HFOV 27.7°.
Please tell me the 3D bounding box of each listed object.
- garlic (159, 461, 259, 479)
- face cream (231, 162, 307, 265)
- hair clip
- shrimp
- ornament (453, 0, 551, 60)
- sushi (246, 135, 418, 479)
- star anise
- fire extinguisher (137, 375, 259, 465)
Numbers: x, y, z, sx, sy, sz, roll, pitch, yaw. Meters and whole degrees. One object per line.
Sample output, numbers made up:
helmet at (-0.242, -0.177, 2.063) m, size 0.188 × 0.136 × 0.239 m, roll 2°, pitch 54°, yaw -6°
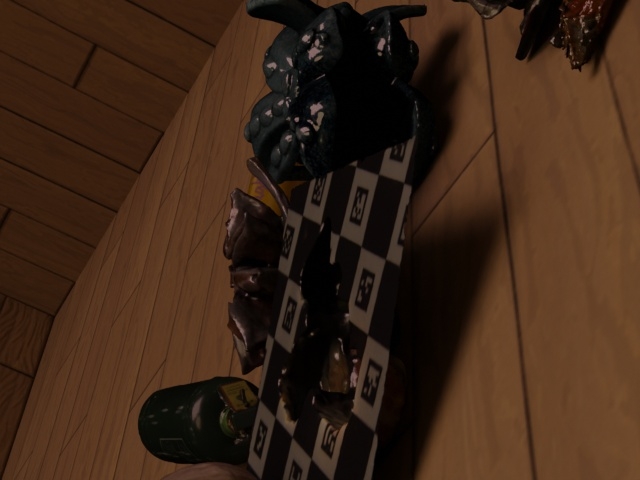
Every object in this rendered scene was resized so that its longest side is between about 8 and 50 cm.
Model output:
garlic at (-0.149, 0.293, 1.145) m, size 0.218 × 0.212 × 0.219 m, roll -46°, pitch 35°, yaw 47°
face cream at (-0.055, -0.053, 1.655) m, size 0.078 × 0.078 × 0.273 m, roll -51°, pitch 20°, yaw 39°
hair clip at (0.021, -0.161, 1.392) m, size 0.310 × 0.194 × 0.206 m, roll -163°, pitch 70°, yaw -73°
shrimp at (0.226, -0.217, 1.058) m, size 0.091 × 0.043 × 0.184 m, roll -18°, pitch 47°, yaw 65°
ornament at (0.123, -0.279, 1.141) m, size 0.153 × 0.196 × 0.166 m, roll 100°, pitch -172°, yaw -64°
sushi at (0.031, 0.089, 1.166) m, size 0.339 × 0.068 × 0.320 m, roll 161°, pitch 119°, yaw -69°
star anise at (-0.062, 0.031, 1.413) m, size 0.209 × 0.089 × 0.231 m, roll -127°, pitch 41°, yaw -75°
fire extinguisher at (-0.116, 0.199, 1.434) m, size 0.311 × 0.114 × 0.095 m, roll 156°, pitch 98°, yaw -69°
